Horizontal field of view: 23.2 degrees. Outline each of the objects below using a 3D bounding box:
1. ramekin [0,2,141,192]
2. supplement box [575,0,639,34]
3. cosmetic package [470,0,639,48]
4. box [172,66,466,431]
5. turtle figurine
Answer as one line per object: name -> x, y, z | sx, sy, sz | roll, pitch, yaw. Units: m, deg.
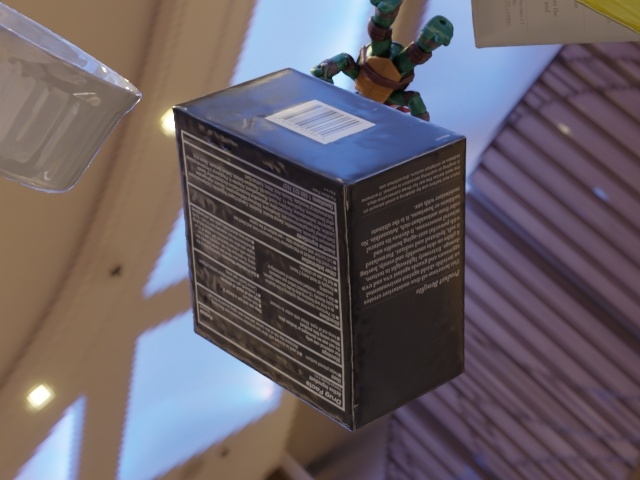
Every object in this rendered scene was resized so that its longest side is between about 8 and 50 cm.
ramekin -> -0.335, -0.162, 1.590 | 0.135, 0.277, 0.277 | -59, -28, 6
supplement box -> 0.314, -0.201, 1.047 | 0.195, 0.356, 0.194 | 0, -60, -57
cosmetic package -> 0.340, -0.302, 1.512 | 0.217, 0.385, 0.156 | -77, -19, -57
box -> 0.000, 0.000, 1.710 | 0.183, 0.296, 0.294 | -22, -56, -34
turtle figurine -> 0.074, -0.208, 1.987 | 0.118, 0.175, 0.234 | -81, 14, -44
